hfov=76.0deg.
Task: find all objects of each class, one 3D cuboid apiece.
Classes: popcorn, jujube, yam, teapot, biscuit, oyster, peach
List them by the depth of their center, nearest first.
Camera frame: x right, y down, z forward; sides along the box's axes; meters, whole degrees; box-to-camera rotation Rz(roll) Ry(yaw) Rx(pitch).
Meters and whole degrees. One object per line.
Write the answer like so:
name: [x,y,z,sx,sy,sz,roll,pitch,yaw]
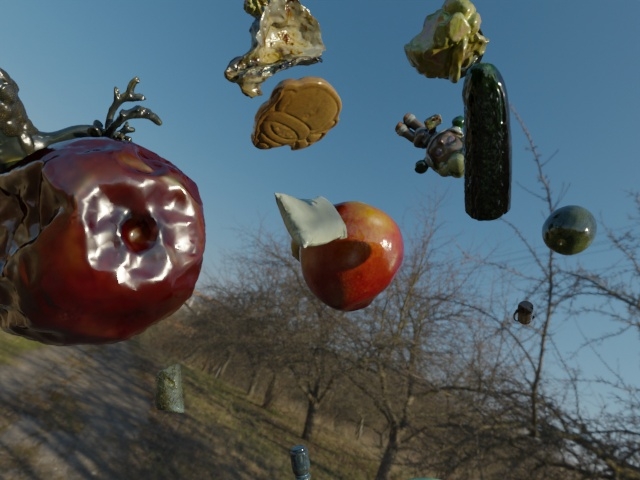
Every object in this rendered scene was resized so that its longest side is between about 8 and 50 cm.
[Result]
popcorn: [0.162,-0.257,0.535,0.089,0.097,0.109,46,20,-23]
jujube: [-0.320,0.010,0.573,0.377,0.276,0.276,-8,-35,40]
oyster: [-0.103,-0.478,1.039,0.198,0.336,0.133,37,-32,-16]
teapot: [-0.058,0.590,1.086,0.049,0.083,0.064,-1,-10,-43]
peach: [0.099,0.058,1.437,0.389,0.387,0.388,22,-18,7]
biscuit: [-0.082,-0.427,1.452,0.312,0.057,0.351,6,-33,-45]
popcorn: [-0.234,-0.925,1.556,0.126,0.145,0.126,24,2,9]
yam: [-0.584,0.577,1.583,0.107,0.183,0.107,-8,-19,-3]

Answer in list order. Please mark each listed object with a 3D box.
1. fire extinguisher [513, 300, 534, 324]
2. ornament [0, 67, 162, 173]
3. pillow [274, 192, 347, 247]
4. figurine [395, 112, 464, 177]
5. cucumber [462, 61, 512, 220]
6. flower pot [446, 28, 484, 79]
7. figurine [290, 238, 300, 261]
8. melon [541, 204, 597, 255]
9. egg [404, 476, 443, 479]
fire extinguisher: [0.624,0.227,1.253,0.064,0.043,0.158,-19,-32,15]
ornament: [-0.362,-0.190,0.582,0.080,0.236,0.202,-123,-159,-44]
pillow: [-0.021,-0.055,1.013,0.078,0.144,0.254,-29,-7,24]
figurine: [0.245,-0.206,0.867,0.197,0.147,0.093,41,7,17]
cucumber: [0.255,-0.148,0.628,0.075,0.074,0.241,12,-50,36]
flower pot: [0.468,-0.686,1.472,0.213,0.203,0.212,11,-64,24]
figurine: [-0.001,0.002,1.691,0.192,0.257,0.167,56,-24,19]
melon: [0.609,-0.026,1.003,0.114,0.167,0.114,23,-52,34]
egg: [0.232,0.599,0.811,0.270,0.220,0.220,14,-19,8]
